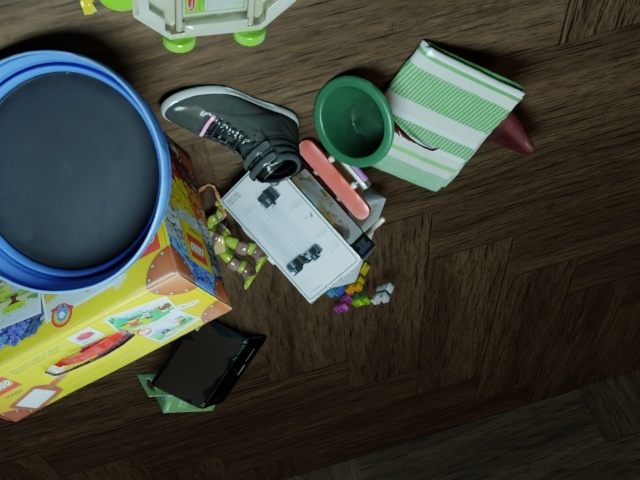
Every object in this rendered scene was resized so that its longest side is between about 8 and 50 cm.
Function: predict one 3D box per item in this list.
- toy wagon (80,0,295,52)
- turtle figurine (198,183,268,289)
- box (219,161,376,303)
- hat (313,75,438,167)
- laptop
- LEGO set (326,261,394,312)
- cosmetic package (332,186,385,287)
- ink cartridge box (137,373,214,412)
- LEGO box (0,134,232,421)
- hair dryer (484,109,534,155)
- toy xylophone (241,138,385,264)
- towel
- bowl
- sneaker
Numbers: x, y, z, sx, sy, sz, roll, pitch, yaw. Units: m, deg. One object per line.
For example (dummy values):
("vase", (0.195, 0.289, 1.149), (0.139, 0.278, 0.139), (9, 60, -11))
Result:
("toy wagon", (-0.199, -0.408, 1.368), (0.345, 0.068, 0.267), (-9, 148, -15))
("turtle figurine", (-0.229, 0.013, 1.946), (0.217, 0.087, 0.269), (34, 117, -2))
("box", (-0.047, -0.034, 1.836), (0.169, 0.290, 0.087), (-43, 179, 31))
("hat", (0.108, -0.248, 1.788), (0.173, 0.208, 0.183), (-1, -158, 32))
("laptop", (-0.296, 0.324, 2.425), (0.234, 0.137, 0.264), (-56, 167, 6))
("LEGO set", (0.101, 0.116, 2.343), (0.087, 0.093, 0.227), (43, 149, -20))
("cosmetic package", (0.051, -0.011, 2.025), (0.117, 0.085, 0.231), (-12, 132, -43))
("ink cartridge box", (-0.410, 0.429, 2.522), (0.209, 0.109, 0.062), (3, 117, -32))
("LEGO box", (-0.456, 0.053, 1.659), (0.500, 0.372, 0.193), (-28, 148, 13))
("hair dryer", (0.331, -0.230, 1.946), (0.294, 0.080, 0.223), (4, 148, -10))
("toy xylophone", (-0.004, -0.062, 1.905), (0.322, 0.236, 0.081), (-49, 176, 31))
("towel", (0.226, -0.243, 1.822), (0.248, 0.038, 0.325), (21, 137, -16))
("bowl", (-0.425, -0.109, 1.447), (0.391, 0.391, 0.077), (-28, -179, 13))
("sneaker", (-0.150, -0.191, 1.660), (0.296, 0.146, 0.104), (9, 141, -36))
